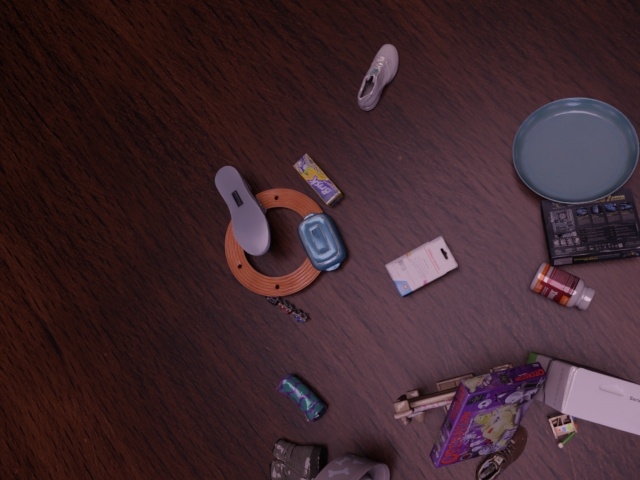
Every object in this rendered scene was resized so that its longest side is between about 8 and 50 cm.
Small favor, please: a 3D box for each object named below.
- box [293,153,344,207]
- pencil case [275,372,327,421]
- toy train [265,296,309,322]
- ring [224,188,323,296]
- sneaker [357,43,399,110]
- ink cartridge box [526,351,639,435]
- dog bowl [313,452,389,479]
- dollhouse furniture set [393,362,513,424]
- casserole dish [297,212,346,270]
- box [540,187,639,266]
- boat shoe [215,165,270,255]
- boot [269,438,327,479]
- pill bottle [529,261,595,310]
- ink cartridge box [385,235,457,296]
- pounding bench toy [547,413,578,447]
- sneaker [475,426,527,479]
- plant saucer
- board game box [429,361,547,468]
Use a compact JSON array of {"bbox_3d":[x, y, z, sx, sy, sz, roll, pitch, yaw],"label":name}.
[{"bbox_3d":[-0.005,-0.181,1.957,0.059,0.054,0.169,-43,75,7],"label":"box"},{"bbox_3d":[-0.055,0.461,1.884,0.152,0.064,0.070,42,79,17],"label":"pencil case"},{"bbox_3d":[-0.102,0.204,1.949,0.158,0.027,0.036,31,95,18],"label":"toy train"},{"bbox_3d":[-0.131,0.006,1.973,0.337,0.032,0.336,-2,80,13],"label":"ring"},{"bbox_3d":[0.170,-0.497,1.927,0.080,0.094,0.212,23,89,19],"label":"sneaker"},{"bbox_3d":[0.638,0.364,1.570,0.199,0.273,0.114,16,87,-1],"label":"ink cartridge box"},{"bbox_3d":[0.043,0.718,1.691,0.102,0.349,0.348,25,90,32],"label":"dog bowl"},{"bbox_3d":[0.369,0.438,1.616,0.303,0.355,0.173,-18,79,12],"label":"dollhouse furniture set"},{"bbox_3d":[0.000,0.000,1.907,0.114,0.037,0.188,-26,74,6],"label":"casserole dish"},{"bbox_3d":[0.715,-0.034,1.703,0.233,0.059,0.183,-8,59,14],"label":"box"},{"bbox_3d":[-0.222,-0.082,1.943,0.113,0.105,0.306,-36,66,9],"label":"boat shoe"},{"bbox_3d":[-0.070,0.705,1.860,0.161,0.083,0.246,-1,77,23],"label":"boot"},{"bbox_3d":[0.645,0.125,1.718,0.152,0.086,0.086,27,91,18],"label":"pill bottle"},{"bbox_3d":[0.290,0.075,1.837,0.181,0.061,0.104,-29,77,11],"label":"ink cartridge box"},{"bbox_3d":[0.643,0.496,1.689,0.065,0.052,0.083,-20,78,12],"label":"pounding bench toy"},{"bbox_3d":[0.485,0.579,1.713,0.066,0.071,0.188,38,94,17],"label":"sneaker"},{"bbox_3d":[0.687,-0.239,1.749,0.318,0.043,0.317,-6,69,17],"label":"plant saucer"},{"bbox_3d":[0.398,0.429,1.561,0.208,0.346,0.056,-6,46,-13],"label":"board game box"}]
